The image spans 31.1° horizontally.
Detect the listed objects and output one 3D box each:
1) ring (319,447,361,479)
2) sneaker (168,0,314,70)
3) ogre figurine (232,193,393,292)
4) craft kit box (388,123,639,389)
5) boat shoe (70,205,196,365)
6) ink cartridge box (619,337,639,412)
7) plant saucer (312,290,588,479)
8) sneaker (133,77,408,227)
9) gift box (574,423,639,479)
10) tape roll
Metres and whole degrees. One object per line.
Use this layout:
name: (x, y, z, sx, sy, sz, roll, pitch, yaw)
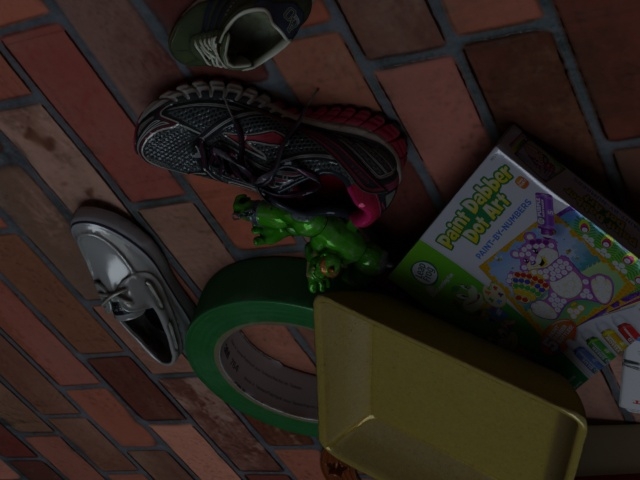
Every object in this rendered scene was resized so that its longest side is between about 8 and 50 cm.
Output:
ring: (0.159, 0.392, 1.811, 0.337, 0.032, 0.336, 12, 142, 9)
sneaker: (-0.088, -0.200, 1.122, 0.192, 0.086, 0.064, -17, 131, 38)
ogre figurine: (0.000, 0.000, 1.340, 0.197, 0.097, 0.118, 51, 152, -16)
craft kit box: (0.232, 0.035, 1.244, 0.247, 0.061, 0.250, 40, 136, 5)
boat shoe: (-0.252, 0.067, 1.522, 0.096, 0.088, 0.267, -2, 139, 24)
ink cartridge box: (0.422, 0.123, 1.325, 0.140, 0.082, 0.190, 6, 143, 16)
plant saucer: (0.154, 0.206, 1.361, 0.333, 0.081, 0.332, 24, 143, 21)
sneaker: (-0.062, -0.092, 1.228, 0.299, 0.112, 0.120, 8, 142, 14)
gift box: (0.326, 0.380, 1.564, 0.258, 0.255, 0.276, -5, 132, 13)
tape roll: (-0.019, 0.151, 1.545, 0.321, 0.077, 0.321, 11, 143, 9)
